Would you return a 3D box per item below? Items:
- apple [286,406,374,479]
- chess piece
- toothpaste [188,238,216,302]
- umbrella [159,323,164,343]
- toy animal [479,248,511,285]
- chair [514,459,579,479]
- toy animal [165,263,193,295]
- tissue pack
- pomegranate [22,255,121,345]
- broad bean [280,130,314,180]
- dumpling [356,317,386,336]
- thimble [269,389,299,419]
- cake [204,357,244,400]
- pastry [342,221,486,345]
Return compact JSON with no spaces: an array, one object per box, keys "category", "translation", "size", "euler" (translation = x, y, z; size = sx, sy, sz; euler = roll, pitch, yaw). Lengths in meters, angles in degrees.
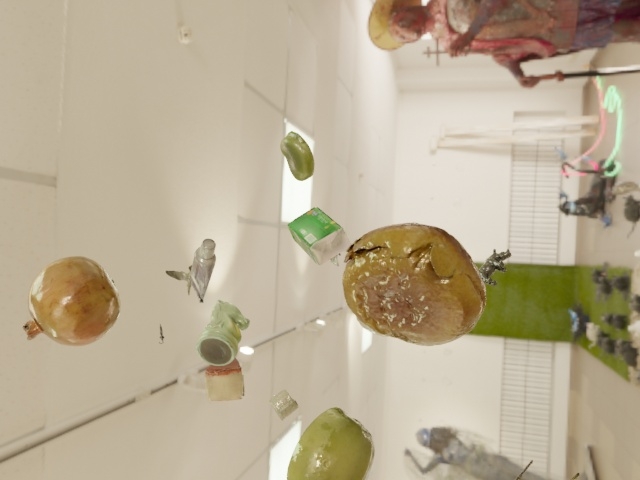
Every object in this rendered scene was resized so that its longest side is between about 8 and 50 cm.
[{"category":"apple","translation":[0.050,0.828,2.111],"size":[0.360,0.311,0.320],"euler":[-56,-5,-20]},{"category":"chess piece","translation":[-0.401,0.374,2.353],"size":[0.298,0.175,0.176],"euler":[-76,-17,-58]},{"category":"toothpaste","translation":[-0.376,0.091,1.770],"size":[0.282,0.068,0.099],"euler":[117,157,-50]},{"category":"umbrella","translation":[-0.671,0.395,2.353],"size":[0.149,0.022,0.022],"euler":[108,157,-44]},{"category":"toy animal","translation":[0.489,0.068,1.561],"size":[0.136,0.065,0.047],"euler":[-48,-53,-15]},{"category":"chair","translation":[0.504,0.664,1.327],"size":[0.325,0.170,0.160],"euler":[-11,-82,-44]},{"category":"toy animal","translation":[-0.625,0.188,2.651],"size":[0.095,0.219,0.155],"euler":[-3,89,60]},{"category":"tissue pack","translation":[0.001,-0.001,2.066],"size":[0.209,0.148,0.156],"euler":[41,162,53]},{"category":"pomegranate","translation":[-0.713,0.183,1.577],"size":[0.270,0.252,0.229],"euler":[-33,-22,-21]},{"category":"broad bean","translation":[-0.076,-0.299,1.956],"size":[0.082,0.124,0.174],"euler":[-30,-90,-36]},{"category":"dumpling","translation":[0.232,0.184,1.801],"size":[0.260,0.181,0.341],"euler":[-58,-15,-14]},{"category":"thimble","translation":[-0.152,0.682,2.312],"size":[0.102,0.090,0.115],"euler":[54,164,11]},{"category":"cake","translation":[-0.451,0.606,2.497],"size":[0.262,0.159,0.158],"euler":[-156,62,-66]},{"category":"pastry","translation":[0.217,0.113,1.324],"size":[0.164,0.356,0.356],"euler":[-63,-28,-51]}]
